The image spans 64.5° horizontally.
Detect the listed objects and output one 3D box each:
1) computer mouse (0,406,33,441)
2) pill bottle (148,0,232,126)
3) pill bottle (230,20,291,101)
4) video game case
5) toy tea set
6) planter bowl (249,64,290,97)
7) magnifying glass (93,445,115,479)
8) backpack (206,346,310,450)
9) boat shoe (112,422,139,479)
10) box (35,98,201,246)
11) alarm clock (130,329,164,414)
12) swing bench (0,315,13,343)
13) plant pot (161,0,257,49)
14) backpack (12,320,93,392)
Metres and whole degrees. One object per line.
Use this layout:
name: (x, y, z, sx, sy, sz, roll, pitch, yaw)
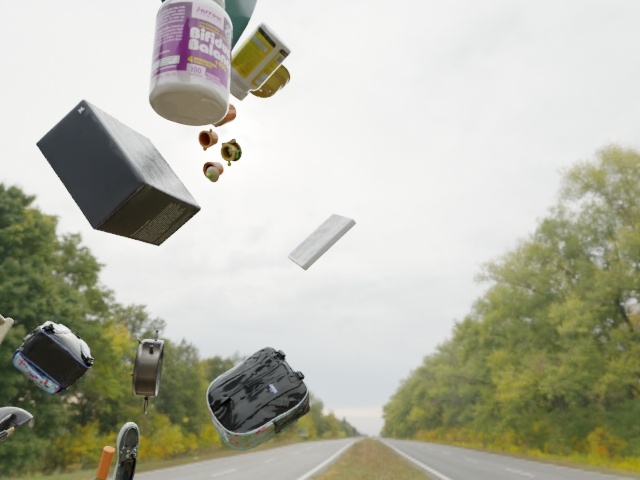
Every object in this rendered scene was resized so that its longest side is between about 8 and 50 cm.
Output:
computer mouse: (-0.763, 0.431, 1.174, 0.184, 0.060, 0.262, -16, -2, 19)
pill bottle: (-0.279, -0.421, 1.114, 0.169, 0.301, 0.169, -1, -15, 0)
pill bottle: (-0.194, -0.512, 1.464, 0.208, 0.119, 0.119, -43, -37, 14)
video game case: (0.000, 0.000, 1.504, 0.023, 0.201, 0.183, 49, -7, -17)
toy tea set: (-0.414, -0.388, 1.949, 0.200, 0.336, 0.124, 2, 17, 30)
planter bowl: (-0.232, -0.630, 2.021, 0.217, 0.090, 0.217, 8, -15, 2)
magnifying glass: (-0.590, 0.652, 1.353, 0.092, 0.231, 0.026, 18, 11, -5)
backpack: (-0.182, 0.450, 1.413, 0.254, 0.225, 0.191, -25, -41, -30)
boat shoe: (-0.421, 0.475, 1.112, 0.049, 0.142, 0.040, 12, -8, -42)
box: (-0.519, -0.163, 1.336, 0.183, 0.296, 0.294, -41, -15, 3)
alarm clock: (-0.406, 0.316, 1.188, 0.064, 0.192, 0.129, 4, 9, -11)
swing bench: (-0.733, 0.182, 0.913, 0.165, 0.254, 0.253, -30, -55, -2)
plant pot: (-0.271, -0.648, 1.342, 0.165, 0.234, 0.165, 28, -14, 14)
backpack: (-0.633, 0.272, 1.218, 0.158, 0.117, 0.173, 47, -15, -15)
